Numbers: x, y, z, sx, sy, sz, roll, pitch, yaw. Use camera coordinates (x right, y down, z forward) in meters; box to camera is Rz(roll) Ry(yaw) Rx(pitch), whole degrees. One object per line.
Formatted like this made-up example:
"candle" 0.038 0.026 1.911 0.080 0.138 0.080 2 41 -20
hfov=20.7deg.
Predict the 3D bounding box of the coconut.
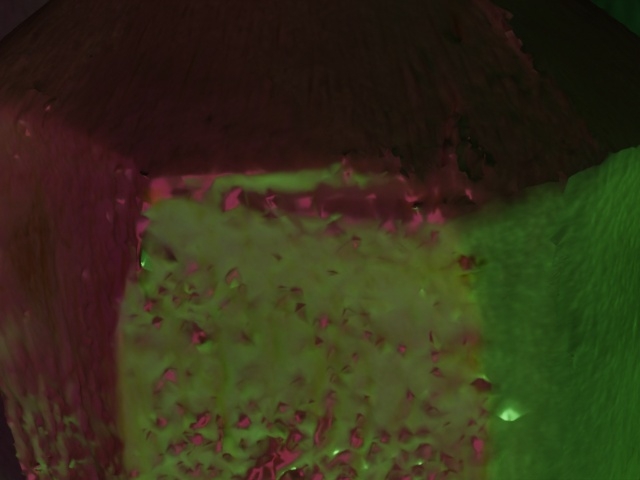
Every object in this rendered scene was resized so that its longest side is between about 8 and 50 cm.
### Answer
"coconut" 0.000 0.000 0.560 0.233 0.233 0.245 11 119 41
